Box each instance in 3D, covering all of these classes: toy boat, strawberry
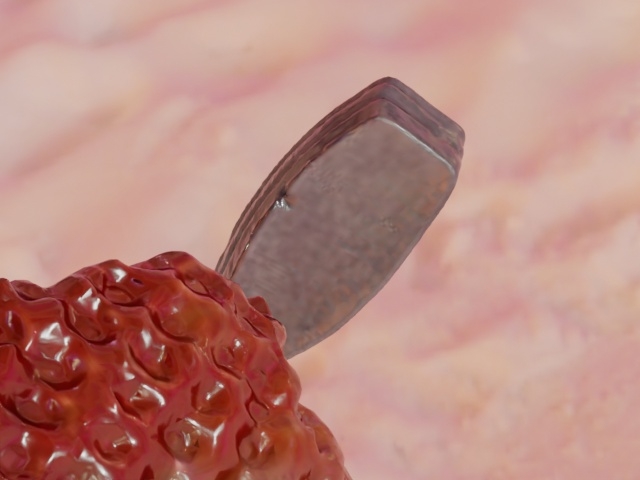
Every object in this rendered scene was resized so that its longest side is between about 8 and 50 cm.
[{"bbox_3d":[0.000,0.000,1.420,0.283,0.127,0.078,-50,20,20],"label":"toy boat"},{"bbox_3d":[-0.113,0.142,0.811,0.265,0.336,0.149,-51,55,9],"label":"strawberry"}]
